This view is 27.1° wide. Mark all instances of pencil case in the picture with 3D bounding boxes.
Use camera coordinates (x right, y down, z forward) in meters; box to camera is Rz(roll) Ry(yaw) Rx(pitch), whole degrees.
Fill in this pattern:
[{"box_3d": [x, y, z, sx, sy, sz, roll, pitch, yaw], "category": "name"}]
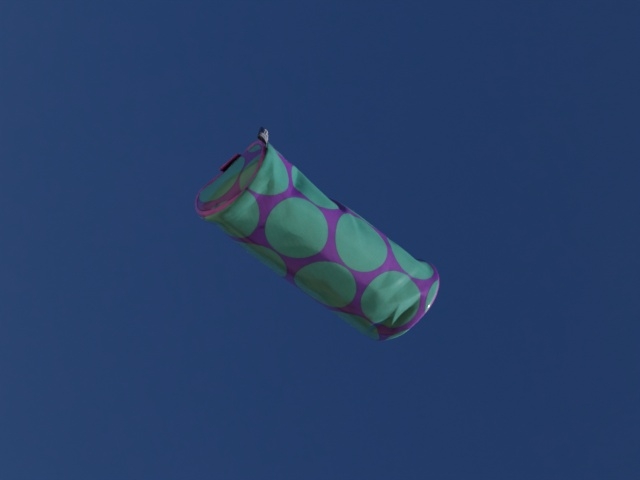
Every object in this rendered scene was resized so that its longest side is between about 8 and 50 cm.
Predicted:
[{"box_3d": [0.000, 0.000, 0.820, 0.151, 0.070, 0.064, 37, -62, -19], "category": "pencil case"}]
